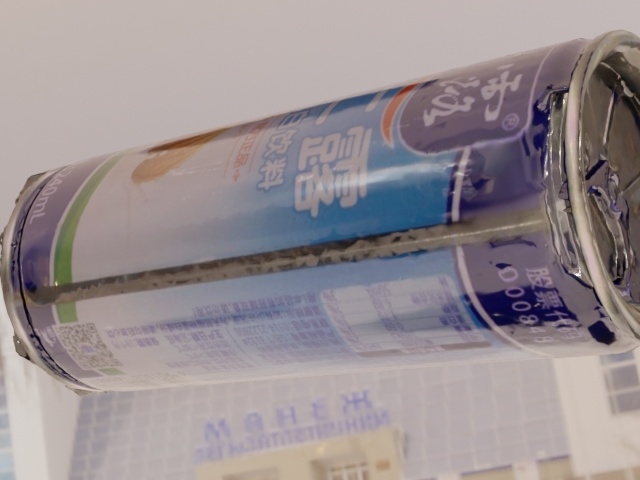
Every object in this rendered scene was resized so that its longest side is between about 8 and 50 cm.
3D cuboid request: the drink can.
[{"bbox_3d":[0.000,0.000,0.407,0.235,0.097,0.097,-10,-10,37],"label":"drink can"}]
